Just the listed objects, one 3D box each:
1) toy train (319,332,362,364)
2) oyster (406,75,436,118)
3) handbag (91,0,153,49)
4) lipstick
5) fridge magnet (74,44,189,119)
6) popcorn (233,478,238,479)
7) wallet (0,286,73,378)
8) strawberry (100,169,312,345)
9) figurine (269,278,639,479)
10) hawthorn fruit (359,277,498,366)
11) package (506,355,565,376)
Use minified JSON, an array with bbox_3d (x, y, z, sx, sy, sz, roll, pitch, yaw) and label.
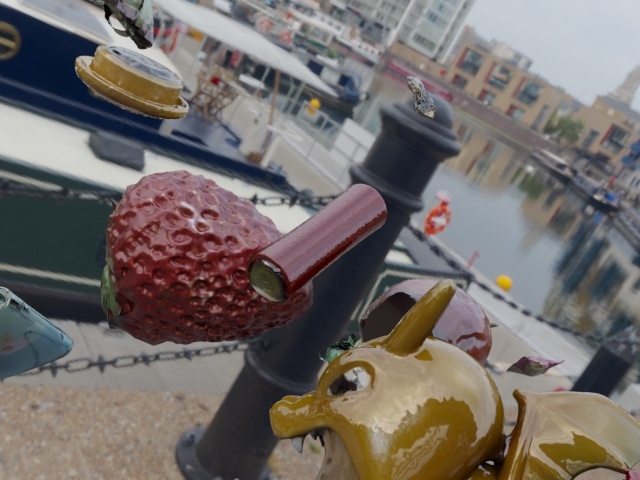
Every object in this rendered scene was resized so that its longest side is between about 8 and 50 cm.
[{"bbox_3d":[0.125,0.298,1.559,0.307,0.189,0.126,55,15,-42],"label":"toy train"},{"bbox_3d":[0.176,-0.247,1.243,0.054,0.019,0.083,-20,90,-48],"label":"oyster"},{"bbox_3d":[-0.428,-0.540,1.499,0.213,0.127,0.235,43,30,-53],"label":"handbag"},{"bbox_3d":[0.000,0.000,1.012,0.080,0.080,0.241,35,46,21],"label":"lipstick"},{"bbox_3d":[-0.223,-0.190,0.869,0.143,0.063,0.143,26,15,-8],"label":"fridge magnet"},{"bbox_3d":[-0.186,0.654,1.666,0.167,0.185,0.187,53,-1,32],"label":"popcorn"},{"bbox_3d":[-0.609,0.182,1.376,0.250,0.176,0.075,72,-3,-61],"label":"wallet"},{"bbox_3d":[-0.192,0.028,1.152,0.310,0.291,0.292,-7,30,-20],"label":"strawberry"},{"bbox_3d":[0.168,0.262,0.825,0.401,0.268,0.387,-29,77,-27],"label":"figurine"},{"bbox_3d":[0.178,0.144,1.106,0.251,0.189,0.189,-16,41,-33],"label":"hawthorn fruit"},{"bbox_3d":[0.358,0.210,1.202,0.083,0.059,0.029,7,55,-22],"label":"package"}]
